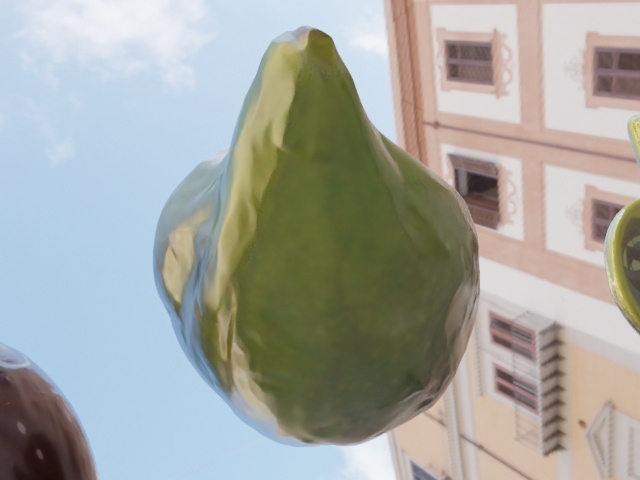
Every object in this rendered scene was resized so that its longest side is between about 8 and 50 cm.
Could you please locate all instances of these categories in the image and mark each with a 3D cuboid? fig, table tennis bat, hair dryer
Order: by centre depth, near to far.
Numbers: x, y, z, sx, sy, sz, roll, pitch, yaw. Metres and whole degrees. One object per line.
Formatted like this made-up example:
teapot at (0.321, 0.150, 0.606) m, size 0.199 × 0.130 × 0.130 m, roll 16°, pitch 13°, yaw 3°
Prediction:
fig at (0.000, 0.000, 0.403) m, size 0.206 × 0.206 × 0.275 m, roll -38°, pitch -22°, yaw -21°
hair dryer at (-0.348, 0.152, 0.472) m, size 0.340 × 0.312 × 0.123 m, roll -26°, pitch -29°, yaw -46°
table tennis bat at (0.478, -0.015, 0.974) m, size 0.224 × 0.054 × 0.368 m, roll 7°, pitch -114°, yaw -15°
